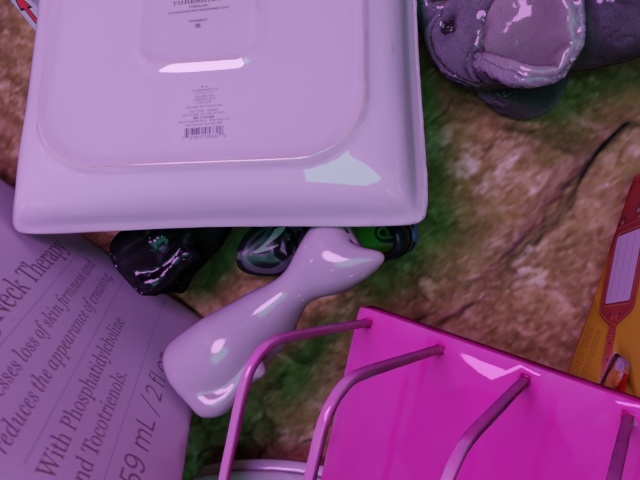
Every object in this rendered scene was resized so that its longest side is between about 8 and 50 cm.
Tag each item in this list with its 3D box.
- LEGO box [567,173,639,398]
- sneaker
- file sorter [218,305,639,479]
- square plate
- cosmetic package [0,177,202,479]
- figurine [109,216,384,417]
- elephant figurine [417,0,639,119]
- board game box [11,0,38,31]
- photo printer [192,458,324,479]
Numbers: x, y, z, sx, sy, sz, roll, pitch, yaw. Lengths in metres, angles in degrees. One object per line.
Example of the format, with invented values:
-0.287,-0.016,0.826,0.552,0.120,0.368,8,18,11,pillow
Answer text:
0.400,0.231,0.437,0.372,0.193,0.501,15,97,6,LEGO box
0.000,0.000,0.523,0.188,0.078,0.067,-6,95,16,sneaker
0.091,0.186,0.336,0.290,0.182,0.202,16,97,33,file sorter
-0.090,-0.180,0.444,0.346,0.049,0.345,-1,78,7,square plate
-0.349,0.139,0.406,0.393,0.329,0.327,40,99,-18,cosmetic package
-0.066,0.011,0.479,0.209,0.092,0.215,-44,60,12,figurine
0.174,-0.183,0.465,0.239,0.186,0.169,-37,130,20,elephant figurine
-0.165,-0.230,0.543,0.213,0.046,0.317,-40,89,10,board game box
-0.030,0.383,0.552,0.255,0.107,0.308,6,96,7,photo printer
